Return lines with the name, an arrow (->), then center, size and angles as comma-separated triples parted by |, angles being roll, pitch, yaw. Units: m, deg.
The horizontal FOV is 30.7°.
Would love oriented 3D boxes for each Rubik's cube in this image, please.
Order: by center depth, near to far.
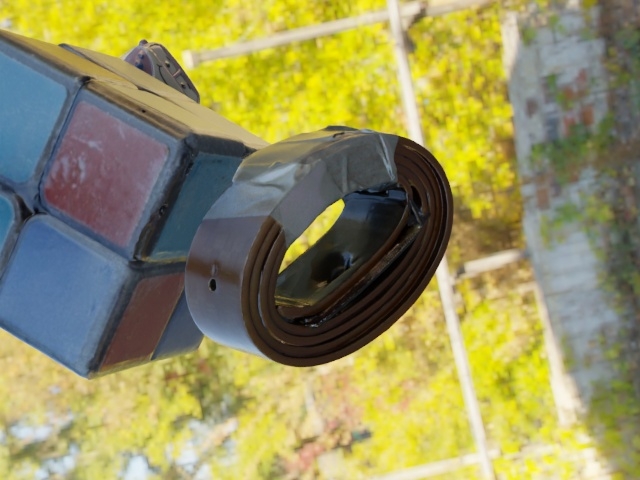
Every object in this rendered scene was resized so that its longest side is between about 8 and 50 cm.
Rubik's cube -> -0.274, -0.046, 1.443 | 0.318, 0.316, 0.313 | -65, -17, 9

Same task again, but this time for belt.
belt -> 0.000, 0.000, 1.049 | 0.105, 0.261, 0.184 | 9, 133, 52

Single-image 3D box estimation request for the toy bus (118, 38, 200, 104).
toy bus -> -0.283, -0.206, 1.761 | 0.202, 0.142, 0.142 | -18, 111, 51
